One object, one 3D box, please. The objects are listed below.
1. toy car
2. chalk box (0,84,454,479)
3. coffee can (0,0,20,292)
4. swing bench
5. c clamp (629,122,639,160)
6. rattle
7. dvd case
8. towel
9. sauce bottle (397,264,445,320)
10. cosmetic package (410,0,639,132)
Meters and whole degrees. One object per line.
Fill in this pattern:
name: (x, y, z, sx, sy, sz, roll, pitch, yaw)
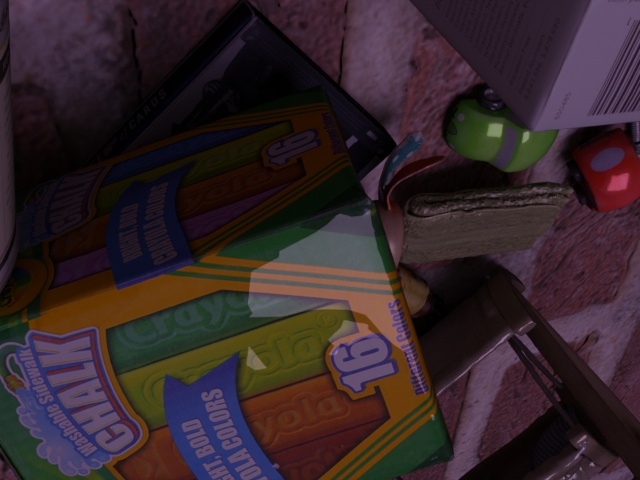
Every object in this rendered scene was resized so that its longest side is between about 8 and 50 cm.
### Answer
toy car: (0.213, -0.091, 0.711, 0.224, 0.053, 0.239, -7, 141, -17)
chalk box: (-0.095, 0.058, 0.512, 0.288, 0.179, 0.180, -20, 119, 2)
coffee can: (-0.224, -0.100, 0.330, 0.201, 0.201, 0.275, -8, 135, -25)
swing bench: (0.150, 0.195, 0.814, 0.253, 0.255, 0.165, -44, 156, 13)
c clamp: (0.302, -0.127, 0.773, 0.137, 0.022, 0.161, -27, 140, -5)
rattle: (0.000, 0.000, 0.659, 0.142, 0.130, 0.200, 16, 138, 2)
dvd case: (-0.079, -0.035, 0.622, 0.238, 0.030, 0.179, -42, 139, 13)
towel: (0.138, -0.015, 0.742, 0.148, 0.027, 0.110, -8, 156, -6)
sauce bottle: (0.080, 0.050, 0.799, 0.042, 0.042, 0.128, -42, 149, 12)
cosmetic package: (0.160, -0.181, 0.502, 0.151, 0.184, 0.151, -9, 136, -25)
